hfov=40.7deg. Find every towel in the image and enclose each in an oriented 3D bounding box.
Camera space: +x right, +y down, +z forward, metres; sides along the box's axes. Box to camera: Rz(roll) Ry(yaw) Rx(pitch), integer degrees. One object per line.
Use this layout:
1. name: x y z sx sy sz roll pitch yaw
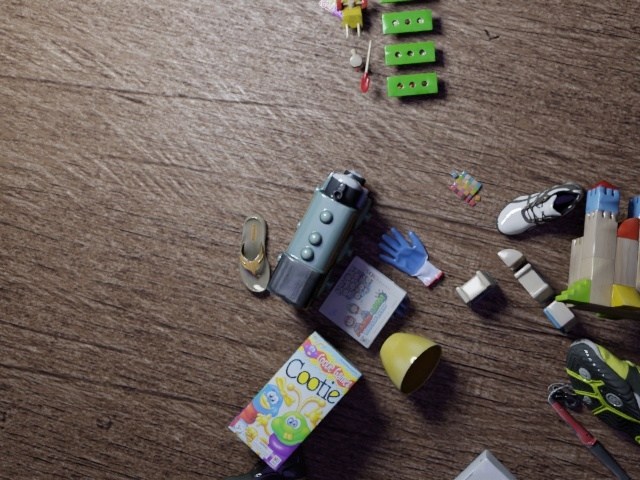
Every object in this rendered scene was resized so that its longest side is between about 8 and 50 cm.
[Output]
1. towel: 0.044 -0.529 1.918 0.083 0.009 0.060 32 97 5

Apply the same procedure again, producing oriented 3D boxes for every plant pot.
1. plant pot: 0.188 0.258 1.899 0.095 0.134 0.134 37 99 32

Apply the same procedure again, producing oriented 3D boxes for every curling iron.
1. curling iron: 0.592 0.424 1.884 0.068 0.035 0.274 -36 88 9

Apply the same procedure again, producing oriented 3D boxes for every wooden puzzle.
1. wooden puzzle: 0.321 -0.118 1.904 0.083 0.006 0.049 39 98 4

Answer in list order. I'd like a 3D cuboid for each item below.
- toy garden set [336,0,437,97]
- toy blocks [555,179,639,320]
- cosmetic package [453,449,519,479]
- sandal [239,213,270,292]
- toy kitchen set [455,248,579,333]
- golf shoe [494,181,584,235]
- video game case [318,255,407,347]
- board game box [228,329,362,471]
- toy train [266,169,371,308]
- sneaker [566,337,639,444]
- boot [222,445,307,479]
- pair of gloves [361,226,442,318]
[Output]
1. toy garden set: 0.144 -0.435 1.887 0.203 0.049 0.245 -5 94 3
2. toy blocks: 0.669 0.030 1.772 0.381 0.191 0.261 11 78 -11
3. cosmetic package: 0.409 0.586 1.900 0.231 0.085 0.117 45 99 5
4. sandal: -0.153 0.031 1.965 0.072 0.049 0.180 0 94 9
5. toy kitchen set: 0.424 0.143 1.870 0.166 0.122 0.207 -40 67 9
6. golf shoe: 0.466 -0.069 1.842 0.198 0.094 0.077 -28 90 11
7. video game case: 0.094 0.138 1.932 0.143 0.019 0.157 37 106 12
8. board game box: -0.052 0.346 1.898 0.144 0.142 0.275 42 87 4
9. toy train: 0.000 0.000 1.868 0.142 0.190 0.334 29 98 5
10. sneaker: 0.686 0.337 1.829 0.384 0.145 0.147 42 65 3
11. boot: -0.134 0.506 1.989 0.197 0.077 0.137 -5 88 -4
12. pair of gloves: 0.163 0.077 1.933 0.159 0.023 0.198 44 98 4
